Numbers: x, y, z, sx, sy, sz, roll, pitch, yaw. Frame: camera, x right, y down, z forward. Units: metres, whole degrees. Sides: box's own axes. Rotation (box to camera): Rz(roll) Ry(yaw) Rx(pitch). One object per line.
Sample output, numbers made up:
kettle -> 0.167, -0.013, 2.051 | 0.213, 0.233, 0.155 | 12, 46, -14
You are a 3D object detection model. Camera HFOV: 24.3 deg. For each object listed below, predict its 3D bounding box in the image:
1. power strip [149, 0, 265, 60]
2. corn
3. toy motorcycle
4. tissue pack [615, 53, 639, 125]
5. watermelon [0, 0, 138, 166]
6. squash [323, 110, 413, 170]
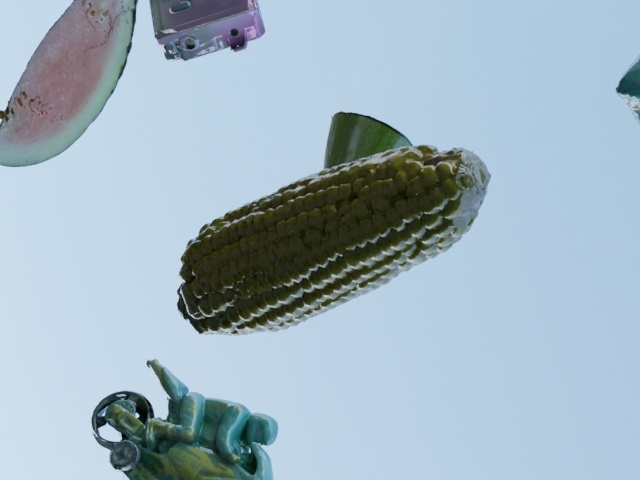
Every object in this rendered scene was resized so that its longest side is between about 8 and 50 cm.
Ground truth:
power strip -> -0.129, -0.282, 1.560 | 0.109, 0.037, 0.279 | -17, -139, 2
corn -> 0.000, 0.000, 1.041 | 0.262, 0.097, 0.097 | -24, -121, 29
toy motorcycle -> -0.155, 0.261, 1.831 | 0.198, 0.109, 0.296 | -40, -122, -17
tissue pack -> 0.358, -0.120, 0.969 | 0.201, 0.124, 0.271 | -50, -153, -15
watermelon -> -0.242, -0.163, 1.391 | 0.063, 0.119, 0.245 | 24, -107, 19
squash -> 0.035, -0.062, 1.647 | 0.105, 0.105, 0.132 | 9, -110, 43
